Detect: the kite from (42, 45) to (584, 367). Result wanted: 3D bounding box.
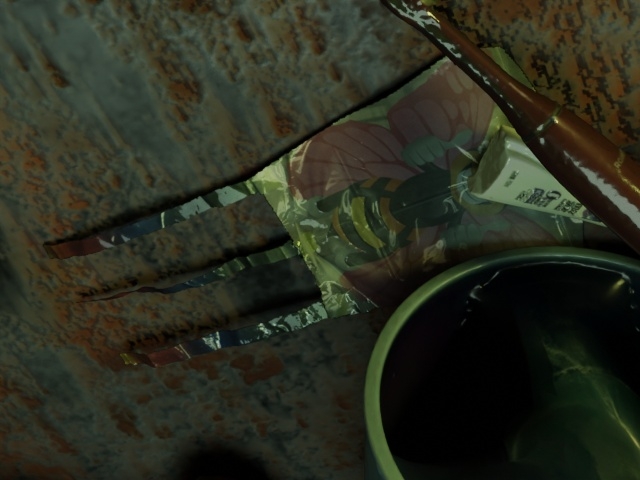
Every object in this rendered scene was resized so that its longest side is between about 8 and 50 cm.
[{"bbox_3d":[0.000,0.002,0.750,0.360,0.022,0.204,-19,128,15],"label":"kite"}]

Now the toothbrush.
[{"bbox_3d":[0.169,-0.029,0.639,0.364,0.041,0.041,41,123,-5],"label":"toothbrush"}]

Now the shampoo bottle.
[{"bbox_3d":[0.164,-0.034,0.703,0.141,0.034,0.049,12,122,-19],"label":"shampoo bottle"}]

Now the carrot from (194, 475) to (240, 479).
[{"bbox_3d":[-0.065,0.282,0.933,0.159,0.159,0.225,-14,117,12],"label":"carrot"}]

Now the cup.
[{"bbox_3d":[0.175,0.184,0.787,0.256,0.331,0.311,32,142,27],"label":"cup"}]
